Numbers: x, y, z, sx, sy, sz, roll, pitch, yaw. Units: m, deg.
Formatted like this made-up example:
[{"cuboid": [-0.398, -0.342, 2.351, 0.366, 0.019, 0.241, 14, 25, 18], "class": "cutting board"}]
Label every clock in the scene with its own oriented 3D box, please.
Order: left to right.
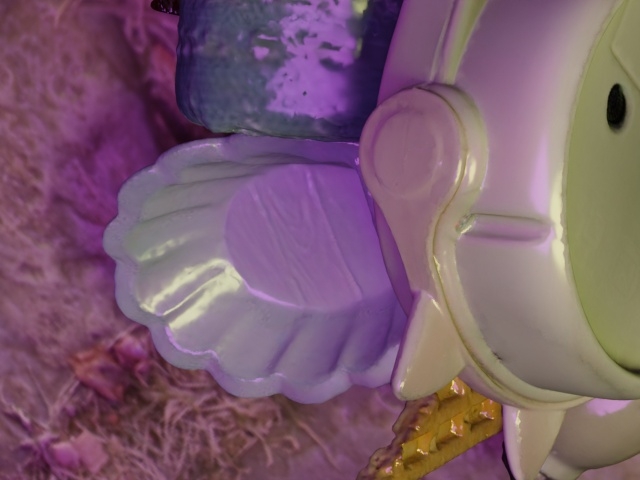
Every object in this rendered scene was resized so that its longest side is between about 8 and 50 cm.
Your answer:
[{"cuboid": [0.142, -0.041, 0.693, 0.109, 0.265, 0.324, 9, 70, 42], "class": "clock"}]

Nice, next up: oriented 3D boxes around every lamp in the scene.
[{"cuboid": [0.200, 0.065, 0.840, 0.101, 0.101, 0.250, 40, 109, 5], "class": "lamp"}]

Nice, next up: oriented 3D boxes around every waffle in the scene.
[{"cuboid": [0.075, 0.082, 0.839, 0.032, 0.191, 0.125, 15, 110, 36], "class": "waffle"}]

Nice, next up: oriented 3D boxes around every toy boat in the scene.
[{"cuboid": [0.000, 0.000, 0.869, 0.290, 0.100, 0.199, -10, 119, 32], "class": "toy boat"}]

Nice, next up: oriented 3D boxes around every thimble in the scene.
[{"cuboid": [0.024, -0.135, 0.778, 0.198, 0.235, 0.143, 9, 102, 35], "class": "thimble"}]

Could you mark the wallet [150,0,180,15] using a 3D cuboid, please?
[{"cuboid": [-0.037, -0.257, 0.865, 0.133, 0.039, 0.243, 13, 108, 13], "class": "wallet"}]
